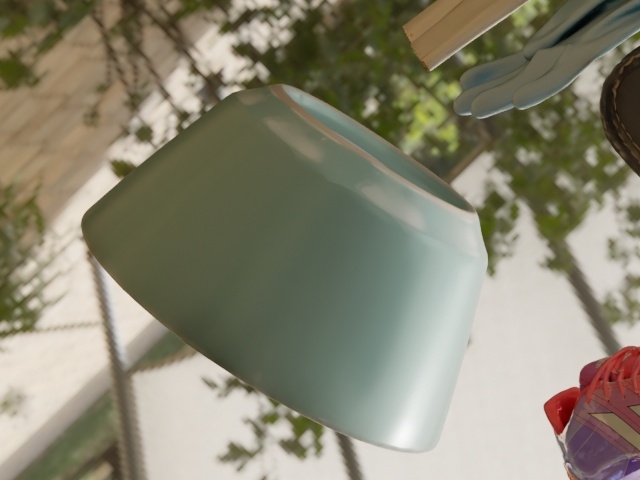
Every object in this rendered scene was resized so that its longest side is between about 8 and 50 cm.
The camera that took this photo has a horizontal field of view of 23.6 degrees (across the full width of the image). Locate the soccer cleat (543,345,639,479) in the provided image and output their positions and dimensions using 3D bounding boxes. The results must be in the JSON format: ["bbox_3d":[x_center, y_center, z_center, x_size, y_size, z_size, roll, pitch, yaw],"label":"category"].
[{"bbox_3d":[0.192,0.090,0.869,0.083,0.095,0.248,-30,163,-21],"label":"soccer cleat"}]

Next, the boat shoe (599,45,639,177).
[{"bbox_3d":[0.180,-0.013,0.530,0.079,0.254,0.095,-7,122,-33],"label":"boat shoe"}]

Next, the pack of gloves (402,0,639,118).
[{"bbox_3d":[0.161,-0.136,0.785,0.232,0.046,0.195,-35,-157,9],"label":"pack of gloves"}]

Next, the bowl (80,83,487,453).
[{"bbox_3d":[0.000,0.000,1.120,0.163,0.311,0.311,-56,176,10],"label":"bowl"}]
